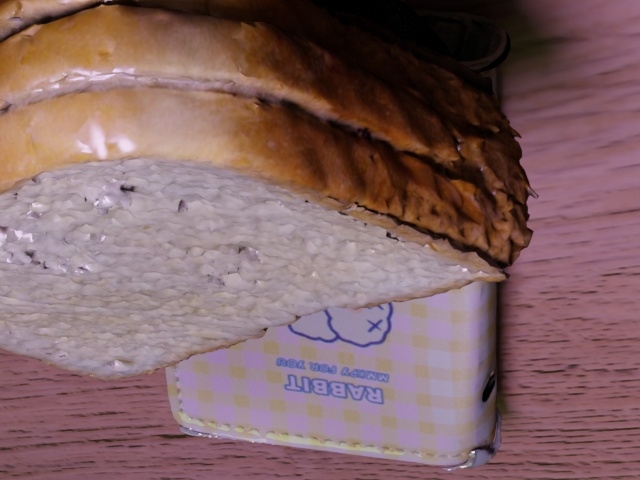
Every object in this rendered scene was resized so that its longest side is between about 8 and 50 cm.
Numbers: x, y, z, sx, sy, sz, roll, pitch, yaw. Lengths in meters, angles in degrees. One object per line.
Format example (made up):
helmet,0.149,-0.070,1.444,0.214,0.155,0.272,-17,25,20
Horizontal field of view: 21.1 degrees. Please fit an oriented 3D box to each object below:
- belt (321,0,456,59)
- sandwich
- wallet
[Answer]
belt,0.020,-0.064,0.842,0.105,0.058,0.140,-20,115,36
sandwich,-0.084,-0.023,0.744,0.273,0.095,0.249,-18,155,39
wallet,0.000,0.000,0.991,0.223,0.077,0.309,9,135,16
